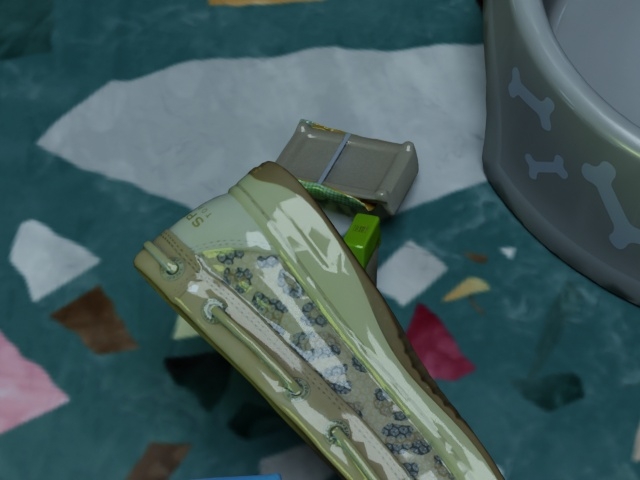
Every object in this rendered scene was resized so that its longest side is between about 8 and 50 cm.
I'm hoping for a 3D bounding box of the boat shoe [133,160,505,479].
[{"bbox_3d":[0.019,0.101,0.771,0.089,0.104,0.285,-31,78,-9],"label":"boat shoe"}]

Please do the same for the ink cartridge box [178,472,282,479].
[{"bbox_3d":[-0.061,0.204,0.744,0.104,0.061,0.181,-4,58,-3],"label":"ink cartridge box"}]

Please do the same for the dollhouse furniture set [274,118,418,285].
[{"bbox_3d":[0.000,0.000,0.897,0.076,0.059,0.152,11,39,15],"label":"dollhouse furniture set"}]

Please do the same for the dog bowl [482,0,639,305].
[{"bbox_3d":[0.255,-0.119,0.927,0.348,0.102,0.349,0,58,-1],"label":"dog bowl"}]
